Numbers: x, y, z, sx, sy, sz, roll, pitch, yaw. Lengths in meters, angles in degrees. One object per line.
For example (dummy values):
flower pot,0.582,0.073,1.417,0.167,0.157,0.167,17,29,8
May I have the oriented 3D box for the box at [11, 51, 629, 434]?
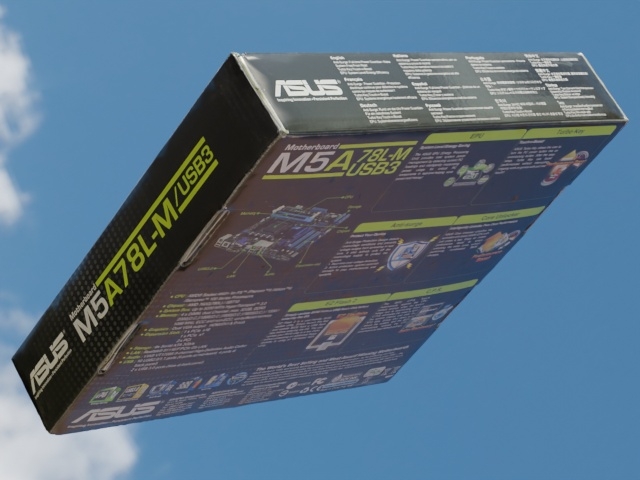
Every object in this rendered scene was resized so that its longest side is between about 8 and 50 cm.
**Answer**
box,0.000,0.000,0.766,0.184,0.190,0.045,-53,-123,36
